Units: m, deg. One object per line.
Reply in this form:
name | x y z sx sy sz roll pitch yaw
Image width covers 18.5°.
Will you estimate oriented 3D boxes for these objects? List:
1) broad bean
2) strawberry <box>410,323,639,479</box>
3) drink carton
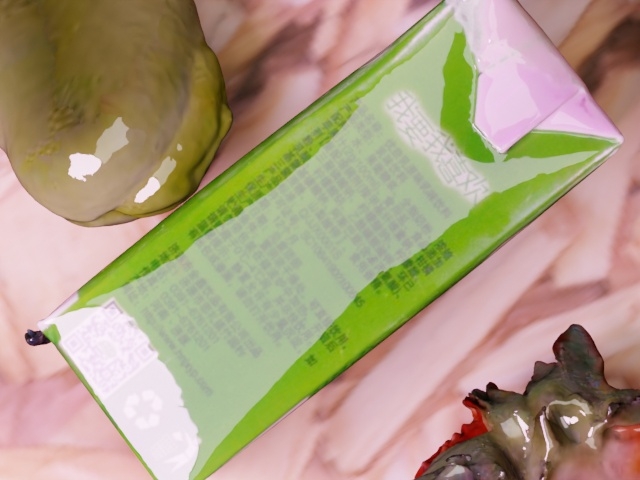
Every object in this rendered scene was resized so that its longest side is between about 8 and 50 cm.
broad bean | -0.115 -0.086 0.948 0.124 0.082 0.174 -27 77 3
strawberry | 0.130 0.172 0.955 0.174 0.098 0.228 -33 102 -16
drink carton | 0.000 0.000 0.919 0.271 0.161 0.108 -39 90 0
